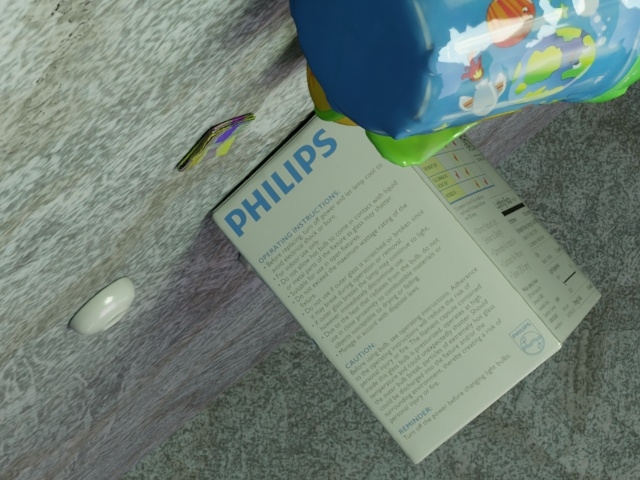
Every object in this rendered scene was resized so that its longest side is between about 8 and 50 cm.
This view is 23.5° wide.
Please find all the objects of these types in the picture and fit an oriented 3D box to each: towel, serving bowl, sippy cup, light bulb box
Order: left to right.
[{"bbox_3d":[-0.230,0.076,1.656,0.083,0.027,0.083,-40,172,-7],"label":"serving bowl"},{"bbox_3d":[-0.096,-0.090,1.423,0.060,0.009,0.083,-46,172,30],"label":"towel"},{"bbox_3d":[0.114,0.019,1.802,0.225,0.361,0.358,-42,173,17],"label":"light bulb box"},{"bbox_3d":[0.109,-0.185,1.149,0.224,0.305,0.240,-25,-152,-30],"label":"sippy cup"}]

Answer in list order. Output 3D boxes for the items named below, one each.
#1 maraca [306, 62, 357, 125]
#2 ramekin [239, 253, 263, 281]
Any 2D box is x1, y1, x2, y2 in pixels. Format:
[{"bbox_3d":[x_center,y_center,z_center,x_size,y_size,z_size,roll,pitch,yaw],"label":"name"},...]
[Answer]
[{"bbox_3d":[0.040,-0.164,1.371,0.127,0.099,0.186,-41,-160,14],"label":"maraca"},{"bbox_3d":[0.000,0.000,2.112,0.207,0.109,0.207,-41,174,-5],"label":"ramekin"}]
